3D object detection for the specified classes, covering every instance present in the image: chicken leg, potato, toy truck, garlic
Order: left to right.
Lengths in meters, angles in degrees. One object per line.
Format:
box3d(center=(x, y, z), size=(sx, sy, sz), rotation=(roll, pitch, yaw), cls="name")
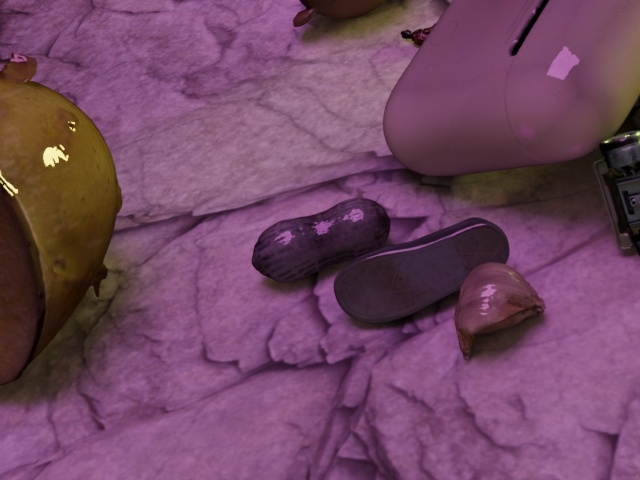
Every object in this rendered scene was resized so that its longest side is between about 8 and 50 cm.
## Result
box3d(center=(-0.440, -0.065, 1.663), size=(0.442, 0.385, 0.319), rotation=(8, 31, 18), cls="potato")
box3d(center=(0.149, -0.286, 1.972), size=(0.083, 0.021, 0.036), rotation=(-8, 47, 23), cls="chicken leg")
box3d(center=(0.179, 0.062, 1.457), size=(0.094, 0.074, 0.113), rotation=(-19, 19, 18), cls="garlic")
box3d(center=(0.426, -0.078, 1.459), size=(0.259, 0.128, 0.135), rotation=(-14, 8, 37), cls="toy truck")

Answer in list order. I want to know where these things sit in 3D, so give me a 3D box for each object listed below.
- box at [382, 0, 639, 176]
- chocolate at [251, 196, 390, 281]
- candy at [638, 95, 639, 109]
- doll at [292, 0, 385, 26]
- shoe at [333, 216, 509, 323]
box3d(center=(0.238, -0.205, 1.637), size=(0.349, 0.141, 0.289), rotation=(-4, 45, 55), cls="box")
box3d(center=(0.000, 0.000, 1.625), size=(0.167, 0.072, 0.072), rotation=(-17, 36, 0), cls="chocolate")
box3d(center=(0.395, -0.158, 1.622), size=(0.062, 0.097, 0.194), rotation=(-11, 37, 14), cls="candy")
box3d(center=(0.056, -0.446, 2.113), size=(0.235, 0.174, 0.330), rotation=(-35, 22, 34), cls="doll")
box3d(center=(0.113, 0.032, 1.546), size=(0.195, 0.079, 0.078), rotation=(-22, 0, 10), cls="shoe")
